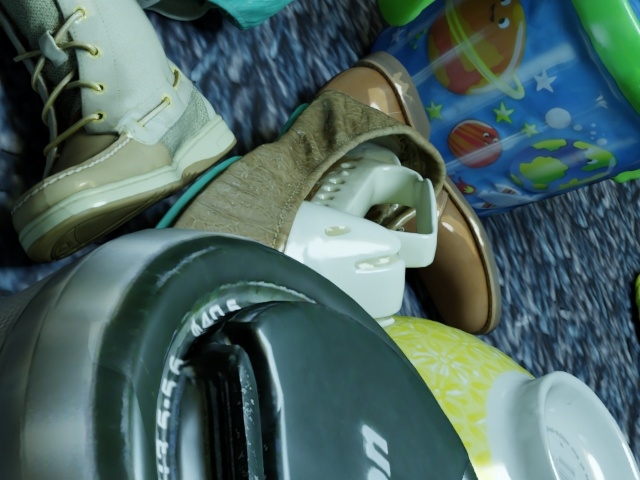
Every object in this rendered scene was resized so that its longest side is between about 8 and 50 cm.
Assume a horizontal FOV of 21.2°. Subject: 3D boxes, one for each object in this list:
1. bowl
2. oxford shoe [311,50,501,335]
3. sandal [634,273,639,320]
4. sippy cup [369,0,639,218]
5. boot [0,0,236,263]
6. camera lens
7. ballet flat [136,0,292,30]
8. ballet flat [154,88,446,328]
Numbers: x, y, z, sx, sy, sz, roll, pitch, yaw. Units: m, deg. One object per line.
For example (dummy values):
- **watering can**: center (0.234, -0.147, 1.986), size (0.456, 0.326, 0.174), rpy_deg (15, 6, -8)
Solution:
- **bowl**: center (0.091, 0.156, 0.969), size (0.289, 0.156, 0.289), rpy_deg (40, 35, -36)
- **oxford shoe**: center (0.055, -0.020, 1.183), size (0.076, 0.076, 0.212), rpy_deg (-31, 96, -33)
- **sandal**: center (0.384, 0.038, 1.599), size (0.126, 0.138, 0.317), rpy_deg (56, 30, -16)
- **sippy cup**: center (0.165, -0.130, 1.279), size (0.305, 0.224, 0.240), rpy_deg (52, 30, -19)
- **boot**: center (-0.133, -0.086, 0.892), size (0.165, 0.077, 0.213), rpy_deg (59, 22, -6)
- **camera lens**: center (-0.089, 0.137, 0.548), size (0.219, 0.274, 0.219), rpy_deg (41, 34, -36)
- **ballet flat**: center (-0.083, -0.169, 1.030), size (0.083, 0.087, 0.247), rpy_deg (55, 16, 15)
- **ballet flat**: center (0.000, 0.000, 0.972), size (0.342, 0.124, 0.116), rpy_deg (-46, 146, -65)
